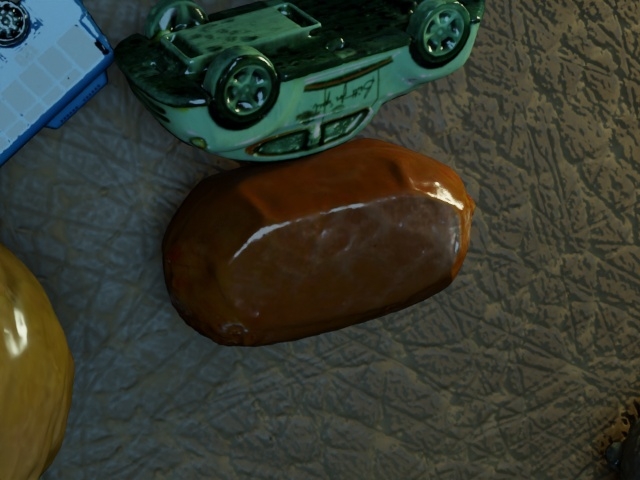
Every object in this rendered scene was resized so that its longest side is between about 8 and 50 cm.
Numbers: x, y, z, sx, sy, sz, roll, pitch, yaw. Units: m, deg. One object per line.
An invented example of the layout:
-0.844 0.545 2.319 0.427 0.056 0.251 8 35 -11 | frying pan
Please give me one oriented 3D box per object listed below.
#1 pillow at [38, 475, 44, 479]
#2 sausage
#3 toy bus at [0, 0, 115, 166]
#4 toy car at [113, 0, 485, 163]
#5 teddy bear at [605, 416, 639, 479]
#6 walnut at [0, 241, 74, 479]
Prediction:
-0.348 0.290 0.909 0.302 0.075 0.185 -18 99 -11 | pillow
0.000 0.000 0.931 0.268 0.141 0.153 -15 112 -12 | sausage
-0.252 -0.125 0.884 0.184 0.090 0.106 -44 105 -5 | toy bus
-0.010 -0.141 0.897 0.306 0.136 0.125 -19 128 -25 | toy car
0.402 0.271 1.068 0.267 0.151 0.236 48 55 -10 | teddy bear
-0.367 0.137 0.749 0.398 0.354 0.308 -48 130 -13 | walnut
